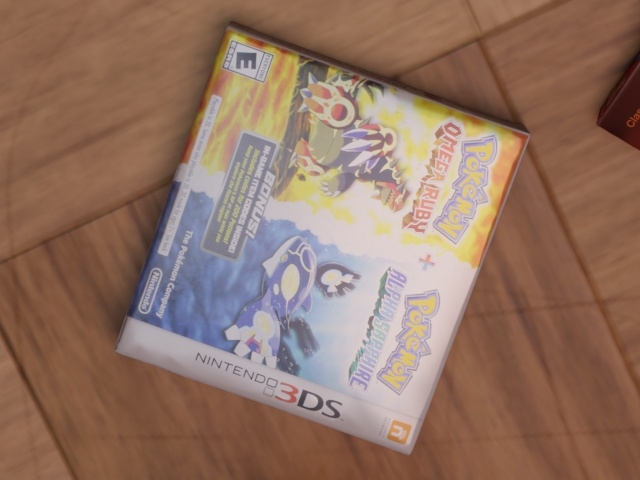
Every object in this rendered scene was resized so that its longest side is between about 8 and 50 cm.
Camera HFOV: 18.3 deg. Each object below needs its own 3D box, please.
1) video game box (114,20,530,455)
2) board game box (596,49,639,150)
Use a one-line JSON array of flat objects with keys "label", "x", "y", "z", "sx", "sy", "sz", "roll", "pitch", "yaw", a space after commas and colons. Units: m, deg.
[{"label": "video game box", "x": 0.000, "y": 0.000, "z": 1.152, "sx": 0.187, "sy": 0.048, "sz": 0.205, "roll": 19, "pitch": 99, "yaw": -4}, {"label": "board game box", "x": 0.285, "y": -0.138, "z": 1.079, "sx": 0.145, "sy": 0.027, "sz": 0.281, "roll": 30, "pitch": 121, "yaw": -1}]
